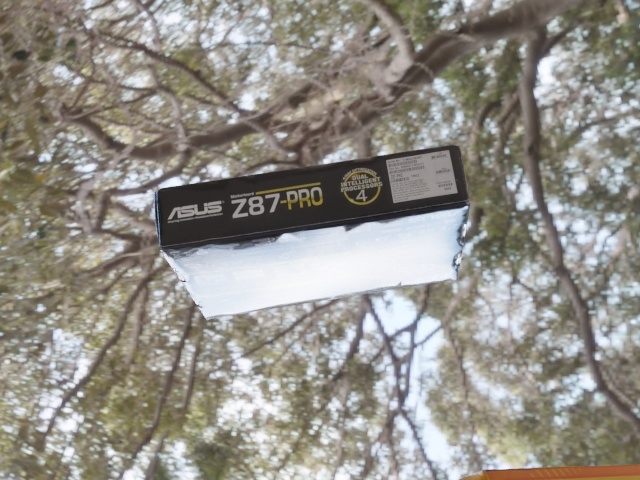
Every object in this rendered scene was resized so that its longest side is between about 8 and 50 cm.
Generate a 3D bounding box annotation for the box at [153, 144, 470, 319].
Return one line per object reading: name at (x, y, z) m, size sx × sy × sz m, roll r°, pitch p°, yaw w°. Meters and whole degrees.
box at (0.000, 0.000, 1.349) m, size 0.395 × 0.318 × 0.097 m, roll -9°, pitch -113°, yaw 2°

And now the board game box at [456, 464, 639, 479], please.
board game box at (0.231, 0.471, 1.081) m, size 0.357 × 0.356 × 0.356 m, roll 8°, pitch -121°, yaw -36°
